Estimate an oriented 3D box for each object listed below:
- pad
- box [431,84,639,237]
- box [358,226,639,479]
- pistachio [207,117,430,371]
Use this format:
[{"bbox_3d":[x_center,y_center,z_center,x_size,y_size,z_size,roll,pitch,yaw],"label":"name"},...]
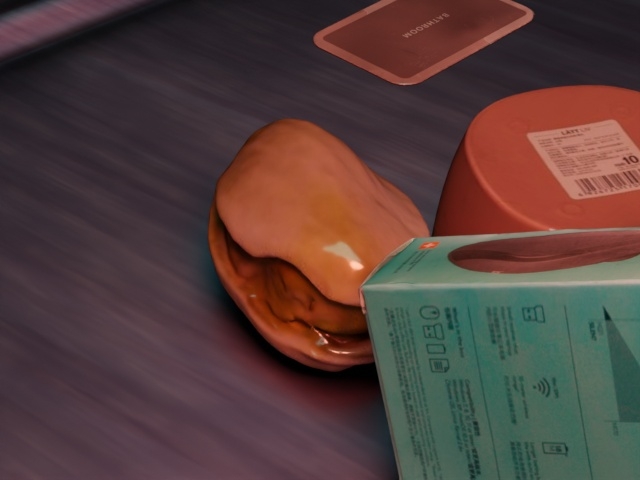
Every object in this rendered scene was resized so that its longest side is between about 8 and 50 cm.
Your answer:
[{"bbox_3d":[0.134,-0.274,1.808,0.176,0.002,0.266,31,47,34],"label":"pad"},{"bbox_3d":[0.236,0.013,1.262,0.301,0.216,0.301,0,39,0],"label":"box"},{"bbox_3d":[0.203,0.100,1.079,0.311,0.205,0.118,-3,22,28],"label":"box"},{"bbox_3d":[0.000,0.000,1.319,0.197,0.166,0.288,-9,43,-23],"label":"pistachio"}]
